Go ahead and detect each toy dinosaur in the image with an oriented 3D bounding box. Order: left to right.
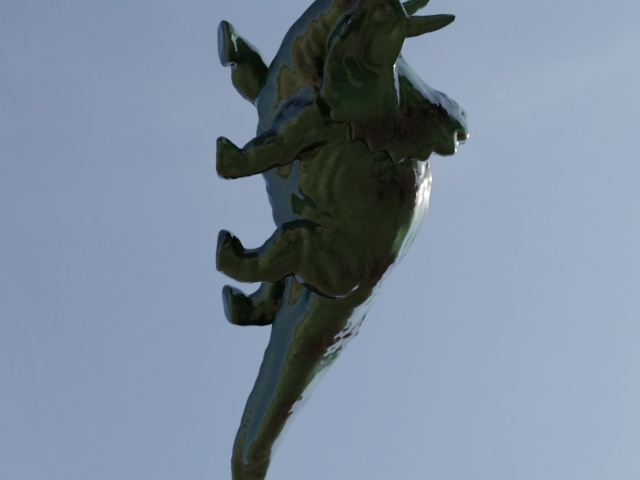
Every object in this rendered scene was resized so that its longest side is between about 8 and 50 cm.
[{"bbox_3d":[-0.016,-0.005,0.883,0.120,0.079,0.292,19,-73,-19],"label":"toy dinosaur"}]
